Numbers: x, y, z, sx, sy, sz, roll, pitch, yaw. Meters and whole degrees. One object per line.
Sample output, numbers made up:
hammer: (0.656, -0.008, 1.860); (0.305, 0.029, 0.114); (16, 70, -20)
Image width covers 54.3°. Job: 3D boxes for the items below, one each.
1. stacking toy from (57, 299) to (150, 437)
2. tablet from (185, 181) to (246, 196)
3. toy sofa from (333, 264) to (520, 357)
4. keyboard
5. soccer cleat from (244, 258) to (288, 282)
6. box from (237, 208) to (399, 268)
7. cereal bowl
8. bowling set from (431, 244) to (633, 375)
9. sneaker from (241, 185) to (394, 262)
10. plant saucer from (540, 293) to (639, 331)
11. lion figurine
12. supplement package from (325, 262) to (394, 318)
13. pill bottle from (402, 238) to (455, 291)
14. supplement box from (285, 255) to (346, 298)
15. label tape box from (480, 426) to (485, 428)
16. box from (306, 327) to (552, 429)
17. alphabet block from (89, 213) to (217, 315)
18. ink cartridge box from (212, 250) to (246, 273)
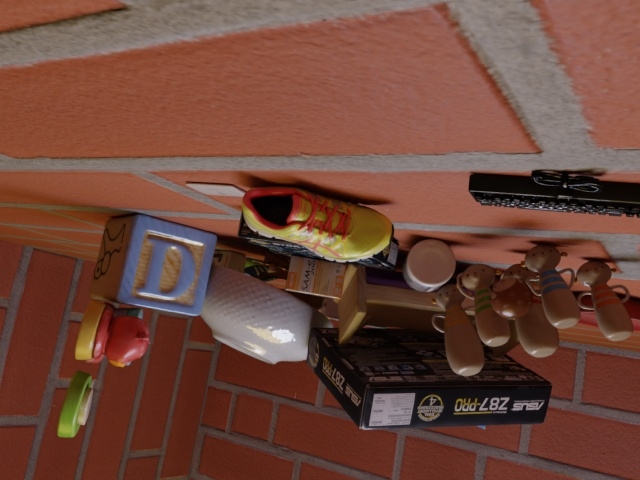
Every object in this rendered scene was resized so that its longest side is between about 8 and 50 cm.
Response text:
stacking toy: (-0.440, 0.271, 1.326); (0.131, 0.279, 0.309); (13, 175, -10)
tablet: (-0.146, -0.072, 0.896); (0.083, 0.006, 0.054); (6, 171, 27)
toy sofa: (0.216, 0.111, 1.221); (0.363, 0.177, 0.150); (7, 148, -10)
keyboard: (0.238, -0.042, 0.606); (0.180, 0.023, 0.108); (6, 170, 22)
soccer cleat: (-0.167, 0.097, 1.773); (0.179, 0.072, 0.060); (15, 170, -29)
box: (0.000, 0.000, 1.041); (0.220, 0.051, 0.175); (6, 171, 26)
cereal bowl: (-0.149, 0.193, 1.454); (0.339, 0.141, 0.339); (22, 164, 7)
bowling set: (0.289, 0.067, 0.889); (0.287, 0.154, 0.200); (-16, 143, 12)
sneaker: (-0.009, -0.025, 0.804); (0.209, 0.081, 0.094); (9, 169, 9)
plant saucer: (0.622, 0.155, 1.349); (0.259, 0.047, 0.258); (12, 171, -18)
lion figurine: (-0.041, 0.136, 1.616); (0.240, 0.142, 0.392); (24, 179, 3)
supplement package: (0.101, 0.129, 1.466); (0.134, 0.138, 0.244); (9, 172, 9)
pill bottle: (0.178, 0.046, 1.046); (0.078, 0.078, 0.137); (9, 171, 4)
supplement box: (-0.009, 0.065, 1.092); (0.099, 0.062, 0.036); (9, 174, -6)
label tape box: (0.350, 0.304, 1.659); (0.106, 0.333, 0.241); (13, 171, -18)
box: (0.205, 0.266, 1.266); (0.395, 0.097, 0.318); (3, -168, -21)
alphabet block: (-0.370, 0.056, 1.373); (0.194, 0.192, 0.197); (18, 169, -34)
ink cartridge box: (-0.273, 0.078, 1.687); (0.135, 0.099, 0.056); (1, 166, 42)
